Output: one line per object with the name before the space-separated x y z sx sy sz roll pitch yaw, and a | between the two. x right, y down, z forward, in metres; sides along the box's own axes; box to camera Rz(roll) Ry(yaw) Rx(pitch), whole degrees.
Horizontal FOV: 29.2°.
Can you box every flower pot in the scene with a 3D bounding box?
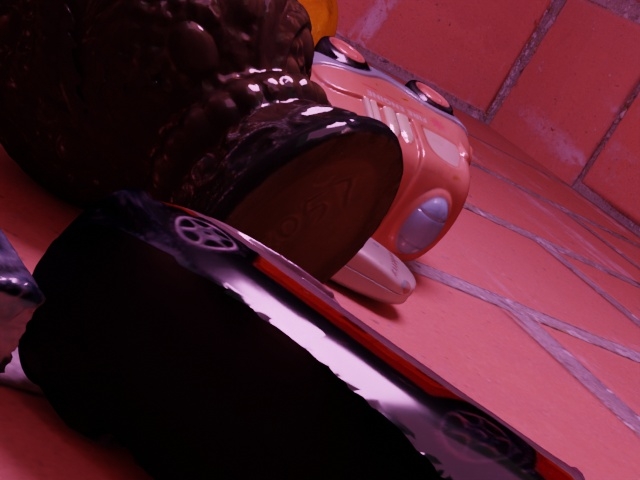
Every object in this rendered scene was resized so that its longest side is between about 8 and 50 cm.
flower pot | -0.091 -0.092 0.927 0.267 0.266 0.266 50 20 26

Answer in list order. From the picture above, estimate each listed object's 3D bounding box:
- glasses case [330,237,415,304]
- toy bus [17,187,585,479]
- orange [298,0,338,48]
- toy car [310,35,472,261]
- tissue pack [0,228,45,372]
glasses case | 0.000 0.000 1.185 0.204 0.051 0.081 29 12 -7
toy bus | -0.011 0.096 0.641 0.302 0.127 0.147 34 8 21
orange | -0.100 -0.344 1.862 0.261 0.261 0.261 29 13 -7
toy car | 0.050 -0.080 1.362 0.270 0.180 0.212 23 25 -29
tissue pack | -0.264 -0.026 0.632 0.173 0.073 0.235 16 21 -44
